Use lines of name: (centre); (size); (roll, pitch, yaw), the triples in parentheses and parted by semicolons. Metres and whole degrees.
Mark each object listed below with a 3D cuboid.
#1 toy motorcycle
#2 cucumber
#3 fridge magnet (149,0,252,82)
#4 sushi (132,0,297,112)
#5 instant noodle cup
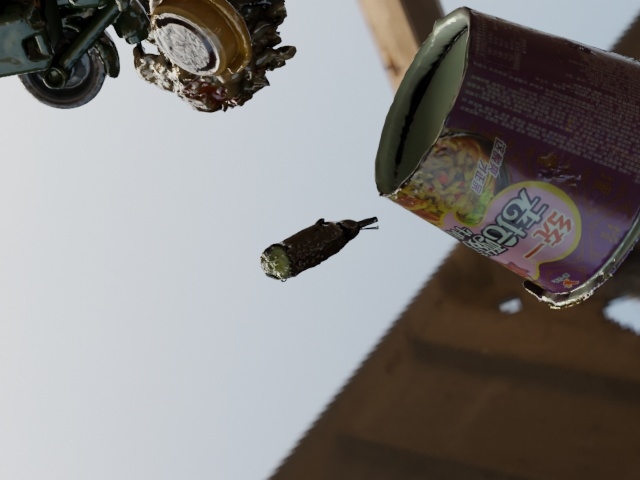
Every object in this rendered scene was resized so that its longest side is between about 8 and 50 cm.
toy motorcycle: (-0.224, -0.204, 1.120); (0.127, 0.275, 0.205); (-20, -154, 12)
cucumber: (0.000, 0.000, 1.374); (0.043, 0.039, 0.163); (1, -165, 27)
fridge magnet: (-0.146, -0.248, 1.815); (0.143, 0.143, 0.063); (5, -130, 42)
sushi: (-0.160, -0.292, 2.101); (0.225, 0.219, 0.238); (9, 172, -18)
instant noodle cup: (0.233, -0.114, 1.857); (0.340, 0.266, 0.340); (-159, -90, -75)
